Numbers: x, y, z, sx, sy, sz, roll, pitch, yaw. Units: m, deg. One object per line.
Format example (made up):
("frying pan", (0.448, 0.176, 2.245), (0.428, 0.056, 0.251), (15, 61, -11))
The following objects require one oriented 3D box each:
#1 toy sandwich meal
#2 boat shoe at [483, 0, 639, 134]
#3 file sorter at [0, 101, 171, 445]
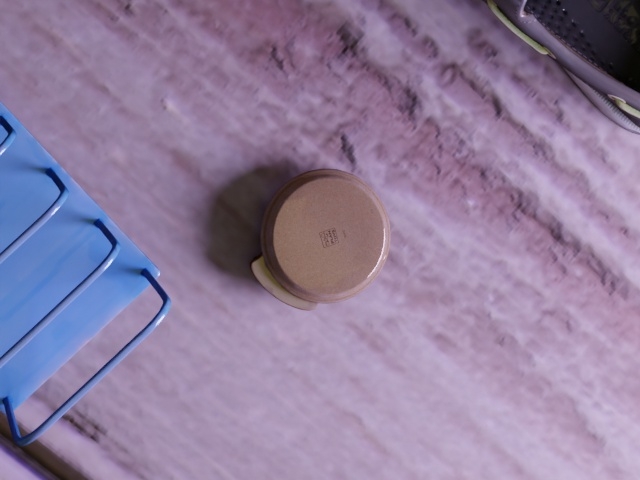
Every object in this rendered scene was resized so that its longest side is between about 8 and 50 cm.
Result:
("toy sandwich meal", (0.000, 0.000, 0.950), (0.085, 0.029, 0.085), (-1, 93, -15))
("boat shoe", (0.129, -0.165, 0.919), (0.305, 0.091, 0.109), (39, 89, -18))
("file sorter", (-0.176, 0.005, 0.862), (0.118, 0.104, 0.170), (-43, 107, -5))
